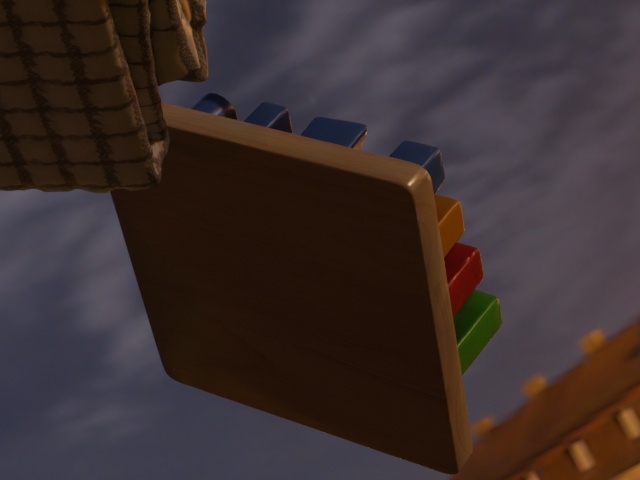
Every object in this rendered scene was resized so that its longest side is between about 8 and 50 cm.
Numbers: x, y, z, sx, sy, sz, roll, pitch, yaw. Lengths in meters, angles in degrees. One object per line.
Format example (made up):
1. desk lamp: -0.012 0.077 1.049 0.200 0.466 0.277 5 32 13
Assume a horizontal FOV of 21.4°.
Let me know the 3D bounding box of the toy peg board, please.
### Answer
1. toy peg board: 0.000 0.000 0.740 0.079 0.161 0.160 -49 -39 -37

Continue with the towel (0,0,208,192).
1. towel: -0.169 -0.131 0.579 0.235 0.121 0.283 -2 -31 6
